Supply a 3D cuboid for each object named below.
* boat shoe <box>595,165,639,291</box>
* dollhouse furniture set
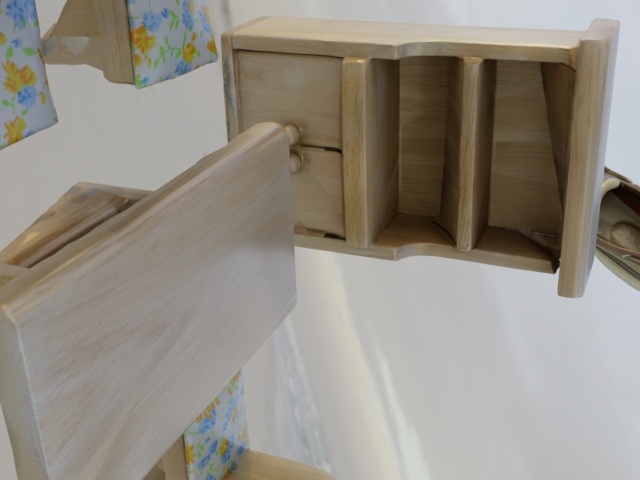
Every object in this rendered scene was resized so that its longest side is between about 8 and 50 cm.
[{"bbox_3d":[0.263,-0.045,0.849,0.257,0.095,0.095,31,-11,5],"label":"boat shoe"},{"bbox_3d":[0.000,0.000,0.466,0.394,0.256,0.362,-46,139,-56],"label":"dollhouse furniture set"}]
